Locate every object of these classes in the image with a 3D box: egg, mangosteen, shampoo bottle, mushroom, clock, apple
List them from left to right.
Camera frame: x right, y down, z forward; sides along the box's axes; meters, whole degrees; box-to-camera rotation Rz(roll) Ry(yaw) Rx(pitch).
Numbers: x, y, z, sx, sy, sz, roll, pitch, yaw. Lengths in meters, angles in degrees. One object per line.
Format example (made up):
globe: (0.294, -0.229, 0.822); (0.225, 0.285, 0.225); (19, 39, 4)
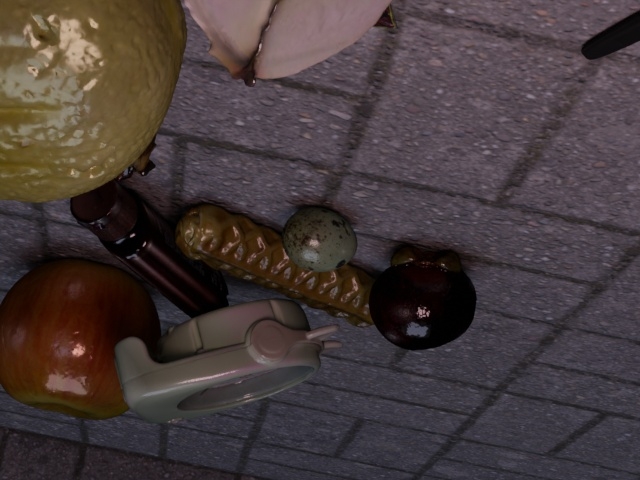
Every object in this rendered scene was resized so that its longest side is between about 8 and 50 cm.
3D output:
apple: (-0.384, 0.159, 2.226); (0.285, 0.233, 0.286); (9, 163, 3)
shampoo bottle: (-0.236, 0.010, 1.940); (0.084, 0.129, 0.323); (-35, 149, 5)
clock: (-0.128, 0.172, 2.046); (0.324, 0.109, 0.265); (-16, 163, -3)
mushroom: (-0.016, -0.274, 1.124); (0.162, 0.173, 0.236); (41, 126, 24)
egg: (0.000, 0.000, 1.842); (0.110, 0.085, 0.085); (13, 162, -42)
mangosteen: (0.140, 0.075, 1.919); (0.152, 0.153, 0.152); (9, 159, 4)

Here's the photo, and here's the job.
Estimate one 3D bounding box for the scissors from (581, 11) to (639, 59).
scissors: (0.312, -0.205, 1.263); (0.088, 0.017, 0.220); (17, 158, -26)

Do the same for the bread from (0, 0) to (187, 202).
bread: (-0.286, -0.183, 1.279); (0.320, 0.237, 0.320); (10, 152, 5)

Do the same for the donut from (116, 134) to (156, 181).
donut: (-0.233, -0.147, 1.553); (0.126, 0.144, 0.186); (19, -171, -5)

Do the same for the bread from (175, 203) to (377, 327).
bread: (-0.046, 0.039, 1.975); (0.367, 0.077, 0.084); (25, 156, -31)

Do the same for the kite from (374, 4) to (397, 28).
kite: (0.027, -0.230, 1.352); (0.125, 0.008, 0.222); (20, 157, -31)
